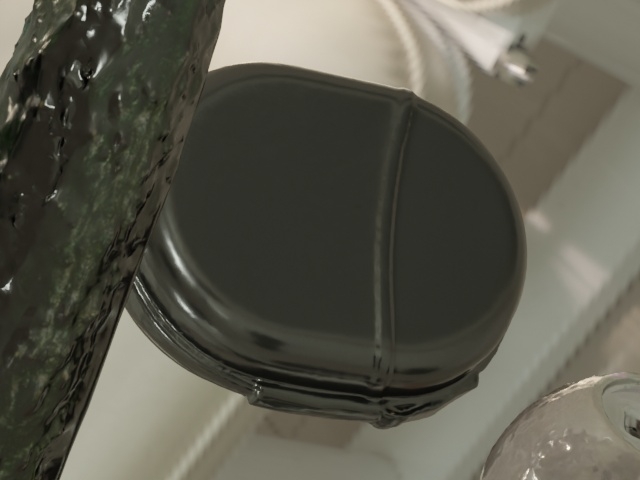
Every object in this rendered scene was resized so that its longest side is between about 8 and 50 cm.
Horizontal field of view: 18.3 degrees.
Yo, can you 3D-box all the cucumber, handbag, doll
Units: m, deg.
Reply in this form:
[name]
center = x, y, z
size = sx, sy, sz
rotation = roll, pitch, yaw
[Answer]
[cucumber]
center = -0.083, 0.010, 0.565
size = 0.067, 0.067, 0.245
rotation = 35, 111, 37
[handbag]
center = 0.000, -0.001, 1.380
size = 0.093, 0.308, 0.253
rotation = 132, 144, -57
[doll]
center = 0.109, 0.203, 0.966
size = 0.151, 0.151, 0.287
rotation = 44, 120, 35
